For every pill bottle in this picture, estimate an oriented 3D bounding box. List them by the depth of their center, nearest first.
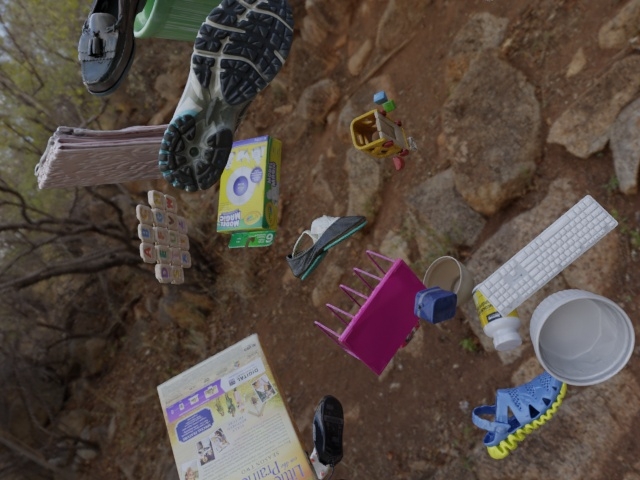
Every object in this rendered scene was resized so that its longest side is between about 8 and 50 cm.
[{"bbox_3d":[0.500,0.210,1.552,0.103,0.103,0.184,-38,46,35],"label":"pill bottle"}]

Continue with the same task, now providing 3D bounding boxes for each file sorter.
[{"bbox_3d":[0.152,0.205,1.656,0.290,0.202,0.182,-52,35,-12],"label":"file sorter"}]

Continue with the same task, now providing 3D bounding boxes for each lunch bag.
[{"bbox_3d":[0.262,0.149,1.284,0.099,0.067,0.065,-8,19,-36],"label":"lunch bag"}]

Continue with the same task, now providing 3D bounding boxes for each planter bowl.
[{"bbox_3d":[0.417,0.141,1.734,0.162,0.109,0.162,-36,45,45],"label":"planter bowl"}]

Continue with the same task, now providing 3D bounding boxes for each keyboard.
[{"bbox_3d":[0.404,0.029,0.990,0.256,0.072,0.014,-42,-10,8],"label":"keyboard"}]

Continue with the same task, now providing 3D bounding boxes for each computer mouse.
[{"bbox_3d":[-0.009,0.548,1.483,0.060,0.184,0.261,-24,59,36],"label":"computer mouse"}]

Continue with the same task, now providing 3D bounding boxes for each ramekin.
[{"bbox_3d":[-0.298,-0.565,1.148,0.303,0.148,0.303,0,90,56],"label":"ramekin"},{"bbox_3d":[0.573,0.206,1.236,0.207,0.207,0.109,-45,6,12],"label":"ramekin"}]

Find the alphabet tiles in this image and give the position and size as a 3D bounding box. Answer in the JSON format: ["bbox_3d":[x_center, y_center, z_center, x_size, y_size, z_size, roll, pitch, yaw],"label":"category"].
[{"bbox_3d":[-0.471,-0.008,1.698,0.021,0.283,0.278,-11,-11,14],"label":"alphabet tiles"}]

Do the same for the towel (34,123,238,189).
[{"bbox_3d":[-0.364,-0.165,1.065,0.317,0.053,0.332,-11,0,-33],"label":"towel"}]

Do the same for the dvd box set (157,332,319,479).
[{"bbox_3d":[-0.214,0.477,1.366,0.308,0.062,0.420,-30,54,0],"label":"dvd box set"}]

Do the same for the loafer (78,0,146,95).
[{"bbox_3d":[-0.364,-0.378,0.938,0.084,0.096,0.267,58,-143,-66],"label":"loafer"}]

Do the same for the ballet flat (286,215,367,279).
[{"bbox_3d":[0.000,0.000,1.447,0.280,0.096,0.095,-43,-7,33],"label":"ballet flat"}]

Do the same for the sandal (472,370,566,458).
[{"bbox_3d":[0.542,0.460,1.529,0.317,0.138,0.126,-50,-6,14],"label":"sandal"}]

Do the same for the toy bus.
[{"bbox_3d":[0.161,-0.272,1.480,0.104,0.202,0.191,-19,29,29],"label":"toy bus"}]

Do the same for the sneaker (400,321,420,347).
[{"bbox_3d":[0.212,0.330,1.938,0.299,0.121,0.112,-31,19,54],"label":"sneaker"}]

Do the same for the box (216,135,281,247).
[{"bbox_3d":[-0.121,-0.078,0.924,0.105,0.043,0.179,-4,81,34],"label":"box"}]

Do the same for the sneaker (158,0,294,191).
[{"bbox_3d":[-0.137,-0.207,0.744,0.283,0.110,0.122,-59,20,8],"label":"sneaker"}]

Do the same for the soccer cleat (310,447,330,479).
[{"bbox_3d":[0.010,0.639,1.705,0.076,0.068,0.196,61,-144,-66],"label":"soccer cleat"}]
